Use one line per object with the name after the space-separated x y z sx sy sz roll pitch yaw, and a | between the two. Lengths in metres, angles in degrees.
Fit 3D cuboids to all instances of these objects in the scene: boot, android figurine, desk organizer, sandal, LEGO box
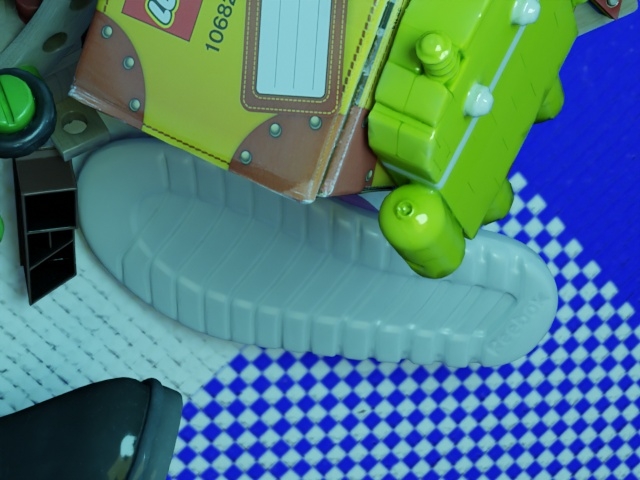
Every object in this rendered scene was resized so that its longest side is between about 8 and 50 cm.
-0.374 0.141 1.016 0.445 0.146 0.367 27 134 -23 | boot
0.104 -0.100 0.876 0.056 0.273 0.248 26 81 19 | android figurine
-0.216 -0.010 1.108 0.047 0.050 0.130 -7 137 -14 | desk organizer
-0.006 0.013 1.188 0.416 0.102 0.169 18 117 -9 | sandal
0.077 -0.291 0.944 0.193 0.372 0.500 25 103 22 | LEGO box

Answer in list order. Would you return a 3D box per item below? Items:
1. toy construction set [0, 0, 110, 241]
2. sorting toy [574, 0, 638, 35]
-0.280 -0.143 0.995 0.308 0.237 0.257 30 72 8 | toy construction set
0.215 -0.236 1.197 0.274 0.046 0.132 -24 114 -9 | sorting toy
